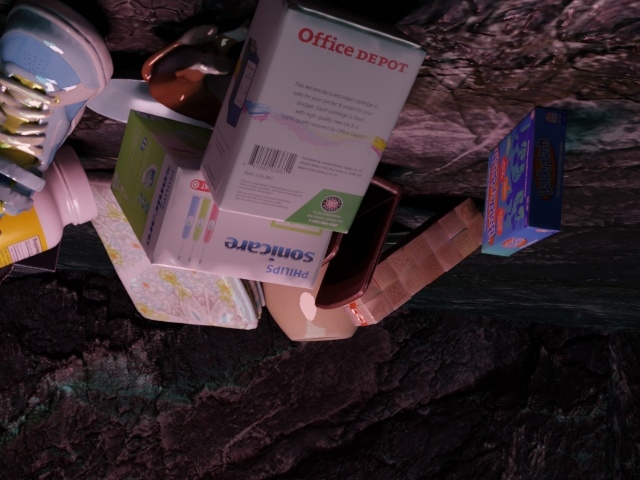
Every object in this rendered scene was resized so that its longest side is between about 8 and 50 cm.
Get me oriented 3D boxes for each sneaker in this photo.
[{"bbox_3d":[-0.347,-0.131,0.909,0.127,0.208,0.319,29,156,-12],"label":"sneaker"}]

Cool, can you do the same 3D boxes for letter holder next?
[{"bbox_3d":[0.000,0.000,1.427,0.151,0.215,0.302,22,166,-12],"label":"letter holder"}]

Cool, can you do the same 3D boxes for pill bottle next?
[{"bbox_3d":[-0.567,-0.047,1.353,0.333,0.188,0.188,-24,-179,-22],"label":"pill bottle"}]

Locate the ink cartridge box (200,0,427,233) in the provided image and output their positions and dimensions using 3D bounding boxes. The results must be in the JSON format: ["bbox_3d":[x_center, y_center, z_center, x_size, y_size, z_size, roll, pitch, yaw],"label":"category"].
[{"bbox_3d":[-0.011,-0.129,0.795,0.154,0.213,0.093,10,-152,-27],"label":"ink cartridge box"}]

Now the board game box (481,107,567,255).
[{"bbox_3d":[0.278,-0.073,1.096,0.047,0.160,0.210,7,169,-3],"label":"board game box"}]

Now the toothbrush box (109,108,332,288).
[{"bbox_3d":[-0.132,-0.058,1.002,0.206,0.122,0.283,11,-163,-27],"label":"toothbrush box"}]

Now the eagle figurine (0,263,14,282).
[{"bbox_3d":[-0.686,-0.016,1.626,0.226,0.225,0.298,-21,151,-44],"label":"eagle figurine"}]

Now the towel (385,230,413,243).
[{"bbox_3d":[0.038,0.015,1.850,0.324,0.038,0.247,-7,178,32],"label":"towel"}]

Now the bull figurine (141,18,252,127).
[{"bbox_3d":[-0.050,-0.168,0.934,0.310,0.101,0.188,9,166,-30],"label":"bull figurine"}]

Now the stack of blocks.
[{"bbox_3d":[0.170,0.046,1.526,0.297,0.087,0.171,-35,-179,-18],"label":"stack of blocks"}]

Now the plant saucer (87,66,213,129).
[{"bbox_3d":[-0.223,-0.194,1.056,0.194,0.038,0.195,5,169,1],"label":"plant saucer"}]

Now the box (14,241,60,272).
[{"bbox_3d":[-0.851,-0.028,1.928,0.343,0.179,0.312,14,166,-37],"label":"box"}]

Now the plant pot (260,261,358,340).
[{"bbox_3d":[-0.002,0.119,1.713,0.283,0.191,0.284,-4,170,-1],"label":"plant pot"}]

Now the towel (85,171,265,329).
[{"bbox_3d":[-0.299,0.027,1.621,0.320,0.090,0.375,4,130,24],"label":"towel"}]
